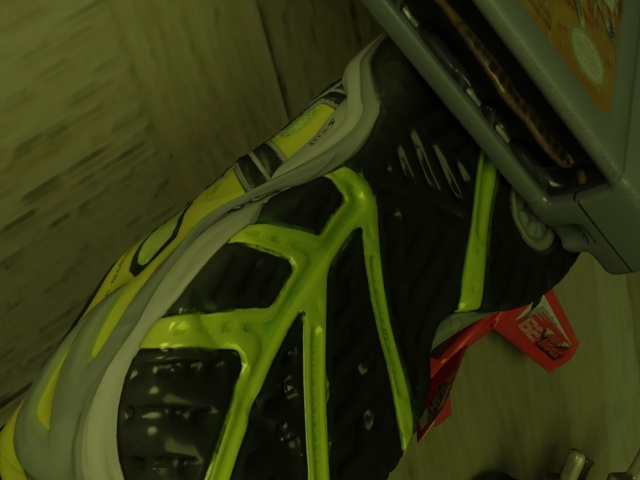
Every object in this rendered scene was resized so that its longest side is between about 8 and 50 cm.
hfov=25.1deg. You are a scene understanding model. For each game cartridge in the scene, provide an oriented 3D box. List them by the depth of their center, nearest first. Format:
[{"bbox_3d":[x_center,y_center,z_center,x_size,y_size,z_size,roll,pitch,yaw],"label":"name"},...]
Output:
[{"bbox_3d":[0.077,-0.146,0.615,0.297,0.062,0.198,45,49,-36],"label":"game cartridge"}]

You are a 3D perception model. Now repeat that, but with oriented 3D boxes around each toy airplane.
[{"bbox_3d":[0.090,0.047,0.799,0.151,0.028,0.151,-17,118,-37],"label":"toy airplane"}]

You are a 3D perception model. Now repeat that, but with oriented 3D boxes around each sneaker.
[{"bbox_3d":[0.000,0.000,0.631,0.385,0.147,0.145,-37,106,-48],"label":"sneaker"}]

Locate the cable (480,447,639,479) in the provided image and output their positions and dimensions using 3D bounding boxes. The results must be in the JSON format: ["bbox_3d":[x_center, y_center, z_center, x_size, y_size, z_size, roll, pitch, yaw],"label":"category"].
[{"bbox_3d":[0.130,0.250,0.894,0.139,0.072,0.287,7,103,-39],"label":"cable"}]
